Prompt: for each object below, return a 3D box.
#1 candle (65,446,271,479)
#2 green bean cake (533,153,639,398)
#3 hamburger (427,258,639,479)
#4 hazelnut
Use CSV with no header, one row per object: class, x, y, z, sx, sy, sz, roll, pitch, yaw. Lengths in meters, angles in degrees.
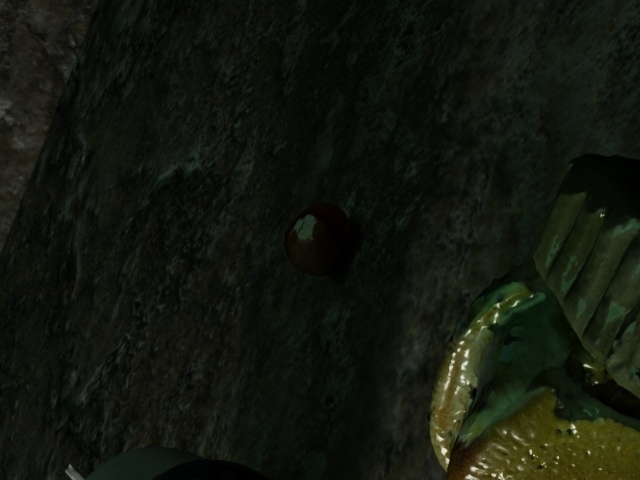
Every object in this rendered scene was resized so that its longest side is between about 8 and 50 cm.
candle,-0.145,0.328,1.953,0.342,0.221,0.221,3,70,68
green bean cake,0.282,0.038,1.339,0.227,0.222,0.125,-113,42,-57
hamburger,0.178,0.143,1.502,0.288,0.192,0.168,-53,17,25
hazelnut,0.000,0.000,2.137,0.086,0.086,0.086,-46,30,37
